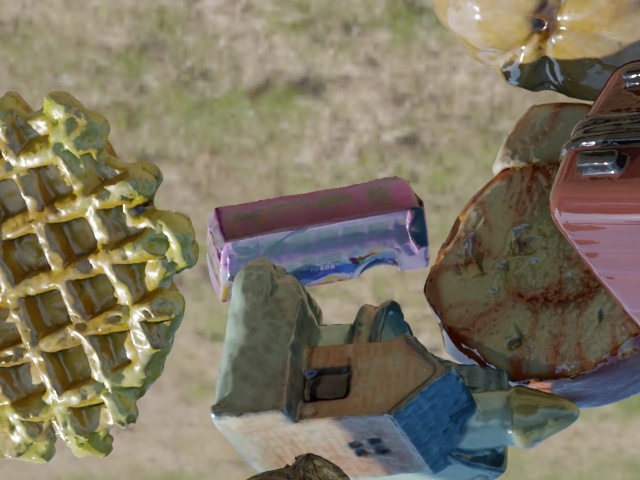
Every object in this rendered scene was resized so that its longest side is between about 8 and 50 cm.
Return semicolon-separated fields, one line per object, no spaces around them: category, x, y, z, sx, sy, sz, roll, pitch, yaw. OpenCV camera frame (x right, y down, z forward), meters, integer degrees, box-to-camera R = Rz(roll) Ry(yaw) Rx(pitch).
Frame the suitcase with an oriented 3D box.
suitcase;0.330;-0.018;1.057;0.297;0.161;0.236;0;142;47

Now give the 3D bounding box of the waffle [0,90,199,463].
waffle;-0.249;0.024;1.226;0.302;0.325;0.068;27;-160;10

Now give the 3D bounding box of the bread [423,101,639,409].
bread;0.282;0.023;1.677;0.295;0.327;0.114;27;166;30

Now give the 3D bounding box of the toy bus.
toy bus;0.000;0.000;1.907;0.274;0.090;0.112;-10;135;-13

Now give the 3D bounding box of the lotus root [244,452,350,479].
lotus root;-0.079;0.311;1.316;0.309;0.173;0.173;-45;140;20

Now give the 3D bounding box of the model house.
model house;0.098;0.145;1.530;0.325;0.194;0.267;-6;144;21

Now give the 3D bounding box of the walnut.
walnut;0.268;-0.307;1.571;0.306;0.344;0.306;11;127;14
